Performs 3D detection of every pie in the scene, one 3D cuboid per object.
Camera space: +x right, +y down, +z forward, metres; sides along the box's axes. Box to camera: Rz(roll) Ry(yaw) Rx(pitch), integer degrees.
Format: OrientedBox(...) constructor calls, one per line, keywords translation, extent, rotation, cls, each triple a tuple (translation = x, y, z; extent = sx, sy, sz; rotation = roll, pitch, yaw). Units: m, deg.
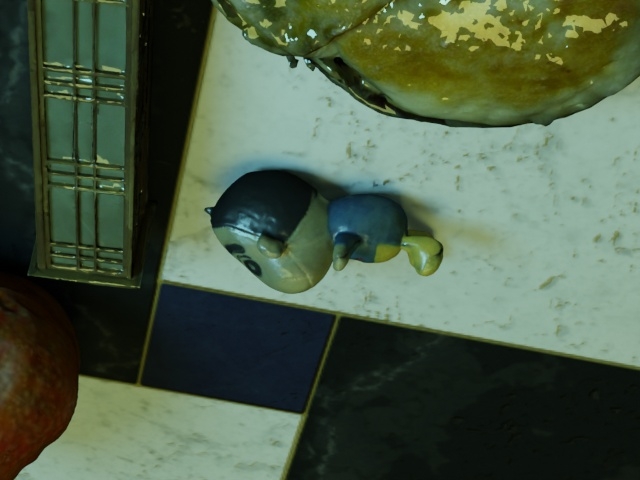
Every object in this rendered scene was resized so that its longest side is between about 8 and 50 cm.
OrientedBox(translation=(0.072, -0.193, 1.100), extent=(0.339, 0.077, 0.339), rotation=(5, 137, 5), cls="pie")

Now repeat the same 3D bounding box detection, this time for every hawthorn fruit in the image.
OrientedBox(translation=(-0.317, 0.093, 1.397), extent=(0.243, 0.207, 0.207), rotation=(43, 128, -19), cls="hawthorn fruit")

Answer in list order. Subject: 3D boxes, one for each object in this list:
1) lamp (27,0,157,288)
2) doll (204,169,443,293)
OrientedBox(translation=(-0.156, -0.101, 1.221), extent=(0.090, 0.089, 0.325), rotation=(7, 140, -1), cls="lamp")
OrientedBox(translation=(0.000, 0.000, 1.329), extent=(0.179, 0.102, 0.089), rotation=(15, 96, -5), cls="doll")
